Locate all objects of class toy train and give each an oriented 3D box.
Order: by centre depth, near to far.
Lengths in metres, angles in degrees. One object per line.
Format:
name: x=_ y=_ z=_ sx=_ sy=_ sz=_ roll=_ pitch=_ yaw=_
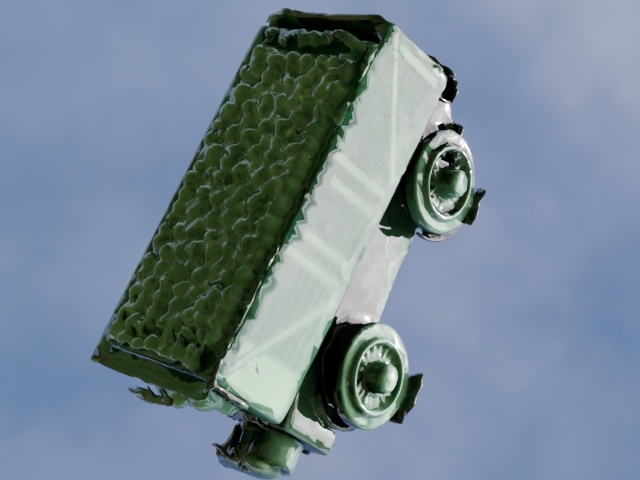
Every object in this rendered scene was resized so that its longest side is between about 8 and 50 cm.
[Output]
toy train: x=0.000 y=0.000 z=1.025 sx=0.115 sy=0.154 sz=0.269 roll=15 pitch=-107 yaw=43
